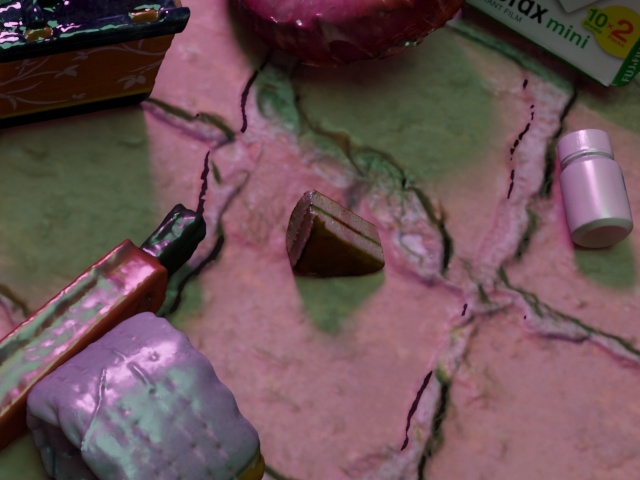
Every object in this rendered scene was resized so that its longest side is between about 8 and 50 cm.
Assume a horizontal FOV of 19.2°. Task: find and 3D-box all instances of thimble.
[{"bbox_3d":[-0.124,0.139,1.308,0.118,0.127,0.151,-35,84,-26],"label":"thimble"}]

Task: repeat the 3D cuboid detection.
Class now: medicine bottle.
[{"bbox_3d":[0.223,-0.042,1.543,0.052,0.052,0.089,0,63,-16],"label":"medicine bottle"}]

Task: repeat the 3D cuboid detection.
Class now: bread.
[{"bbox_3d":[0.000,0.000,1.460,0.062,0.109,0.043,-25,59,21],"label":"bread"}]

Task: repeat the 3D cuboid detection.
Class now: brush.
[{"bbox_3d":[-0.196,0.086,1.353,0.051,0.070,0.323,44,63,11],"label":"brush"}]

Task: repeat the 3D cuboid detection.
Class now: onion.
[{"bbox_3d":[0.032,-0.242,1.545,0.230,0.163,0.230,-3,78,14],"label":"onion"}]

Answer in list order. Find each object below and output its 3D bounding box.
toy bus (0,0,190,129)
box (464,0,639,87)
[{"bbox_3d":[-0.229,-0.259,1.450,0.162,0.194,0.323,-13,71,-21],"label":"toy bus"},{"bbox_3d":[0.234,-0.261,1.551,0.180,0.250,0.103,31,44,5],"label":"box"}]
